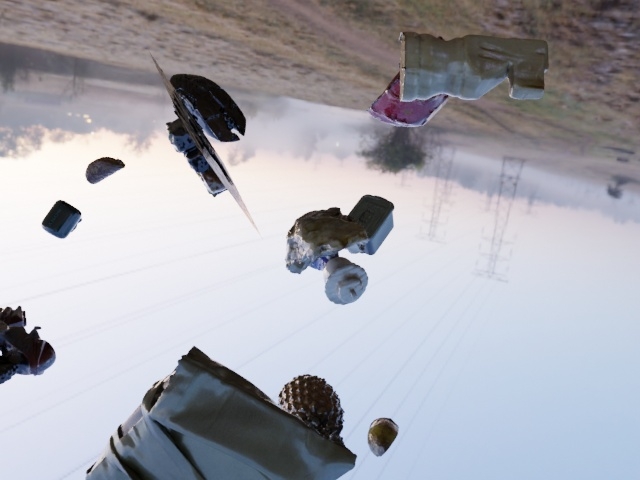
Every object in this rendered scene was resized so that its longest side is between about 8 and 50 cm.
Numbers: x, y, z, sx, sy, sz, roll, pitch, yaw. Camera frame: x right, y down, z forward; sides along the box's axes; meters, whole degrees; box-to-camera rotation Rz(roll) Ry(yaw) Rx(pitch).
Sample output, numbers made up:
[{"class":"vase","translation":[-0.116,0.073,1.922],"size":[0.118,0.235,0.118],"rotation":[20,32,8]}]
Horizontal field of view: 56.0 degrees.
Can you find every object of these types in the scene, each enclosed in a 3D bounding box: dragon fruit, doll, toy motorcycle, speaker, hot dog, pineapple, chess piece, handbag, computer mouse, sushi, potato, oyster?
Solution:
[{"class":"dragon fruit","translation":[0.253,-0.385,1.491],"size":[0.189,0.261,0.163],"rotation":[44,174,-33]},{"class":"doll","translation":[0.031,0.065,1.550],"size":[0.119,0.138,0.293],"rotation":[-15,-147,-16]},{"class":"toy motorcycle","translation":[-0.498,0.161,0.969],"size":[0.122,0.082,0.213],"rotation":[1,-157,-31]},{"class":"speaker","translation":[-0.542,-0.038,1.285],"size":[0.060,0.075,0.094],"rotation":[28,170,25]},{"class":"hot dog","translation":[-0.426,-0.141,1.184],"size":[0.083,0.035,0.058],"rotation":[-25,176,17]},{"class":"pineapple","translation":[-0.018,0.535,1.761],"size":[0.202,0.202,0.362],"rotation":[6,-170,-11]},{"class":"chess piece","translation":[0.307,-0.349,1.207],"size":[0.301,0.137,0.137],"rotation":[-1,-170,2]},{"class":"handbag","translation":[-0.145,0.297,0.764],"size":[0.253,0.316,0.109],"rotation":[40,-156,1]},{"class":"computer mouse","translation":[-0.290,-0.348,1.550],"size":[0.242,0.146,0.077],"rotation":[42,157,-5]},{"class":"sushi","translation":[-0.213,-0.147,1.024],"size":[0.050,0.290,0.264],"rotation":[-30,-130,-1]},{"class":"potato","translation":[0.156,0.506,1.561],"size":[0.066,0.096,0.103],"rotation":[39,175,8]},{"class":"oyster","translation":[0.001,-0.005,1.177],"size":[0.166,0.110,0.341],"rotation":[-21,-176,3]}]

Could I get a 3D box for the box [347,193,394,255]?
[{"class":"box","translation":[0.105,-0.031,1.291],"size":[0.084,0.122,0.069],"rotation":[22,151,32]}]
